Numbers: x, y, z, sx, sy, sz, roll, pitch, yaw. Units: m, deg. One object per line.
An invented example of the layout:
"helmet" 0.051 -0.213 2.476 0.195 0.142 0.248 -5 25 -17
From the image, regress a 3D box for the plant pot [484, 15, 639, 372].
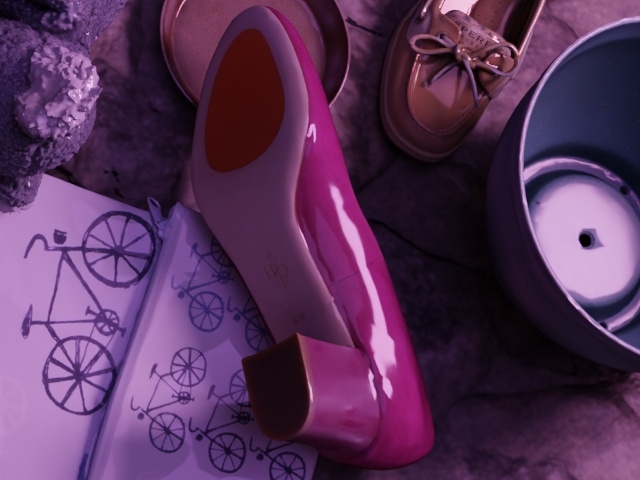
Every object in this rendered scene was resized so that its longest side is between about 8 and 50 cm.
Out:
"plant pot" 0.256 -0.018 1.637 0.293 0.196 0.293 5 74 -20

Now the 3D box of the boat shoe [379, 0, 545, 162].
"boat shoe" 0.137 -0.200 1.700 0.104 0.089 0.285 29 68 -12

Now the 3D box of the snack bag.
"snack bag" -0.157 0.115 1.536 0.342 0.037 0.323 22 70 -14

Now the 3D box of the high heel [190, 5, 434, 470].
"high heel" 0.000 0.000 1.576 0.181 0.127 0.377 19 61 -50

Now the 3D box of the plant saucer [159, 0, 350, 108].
"plant saucer" -0.058 -0.166 1.652 0.168 0.029 0.168 5 75 -20

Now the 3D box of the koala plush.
"koala plush" -0.226 -0.145 1.487 0.203 0.196 0.221 3 62 -27
